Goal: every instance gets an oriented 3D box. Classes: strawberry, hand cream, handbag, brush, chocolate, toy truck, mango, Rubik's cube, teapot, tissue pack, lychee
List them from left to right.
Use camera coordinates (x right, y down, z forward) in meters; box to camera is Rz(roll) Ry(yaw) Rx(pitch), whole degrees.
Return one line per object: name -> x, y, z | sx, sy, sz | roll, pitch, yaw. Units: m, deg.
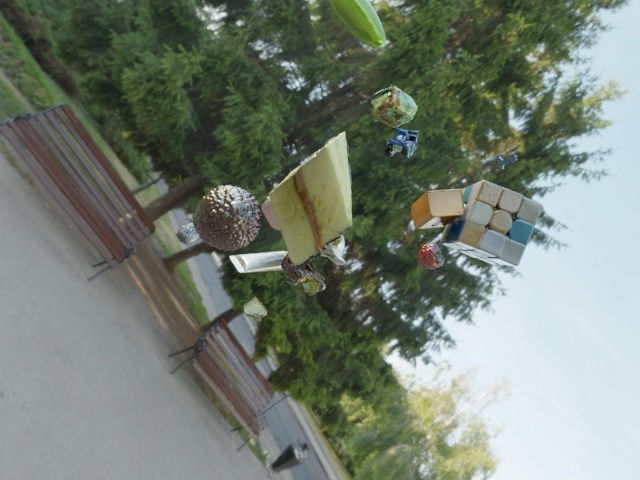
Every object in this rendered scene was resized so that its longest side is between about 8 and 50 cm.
chocolate -> -0.606, -0.059, 2.068 | 0.110, 0.248, 0.110 | 42, -29, 29
lychee -> -0.311, -0.076, 1.403 | 0.236, 0.236, 0.271 | 59, -22, -12
hand cream -> -0.251, 0.099, 1.897 | 0.140, 0.314, 0.089 | 47, -52, 48
handbag -> -0.243, -0.172, 2.384 | 0.179, 0.116, 0.205 | -17, -70, 36
teapot -> 0.000, 0.000, 1.933 | 0.298, 0.139, 0.204 | 25, -31, 1
mango -> 0.184, -1.040, 1.928 | 0.343, 0.156, 0.192 | 51, 26, -1
toy truck -> 0.382, -0.459, 1.916 | 0.113, 0.208, 0.126 | 15, -64, 18
strawberry -> 0.412, 0.061, 1.552 | 0.106, 0.106, 0.106 | 54, -11, 16
tissue pack -> 0.624, -0.163, 2.200 | 0.274, 0.194, 0.145 | 114, -31, -78
Rubik's cube -> 0.896, -0.084, 2.200 | 0.344, 0.347, 0.346 | 24, -3, 2
brush -> 0.721, -0.309, 1.601 | 0.164, 0.014, 0.051 | -166, -124, -87

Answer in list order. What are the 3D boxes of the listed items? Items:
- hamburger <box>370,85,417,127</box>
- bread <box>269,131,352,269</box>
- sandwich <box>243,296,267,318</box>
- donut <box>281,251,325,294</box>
hamburger -> 0.342, -0.635, 2.018 | 0.214, 0.235, 0.125 | 31, 51, -35
bread -> -0.002, -0.152, 1.601 | 0.405, 0.345, 0.242 | 65, 29, -9
sandwich -> -0.304, 0.324, 1.907 | 0.105, 0.093, 0.036 | 40, -24, 21
donut -> -0.086, 0.140, 1.813 | 0.230, 0.096, 0.216 | 29, 23, -53
